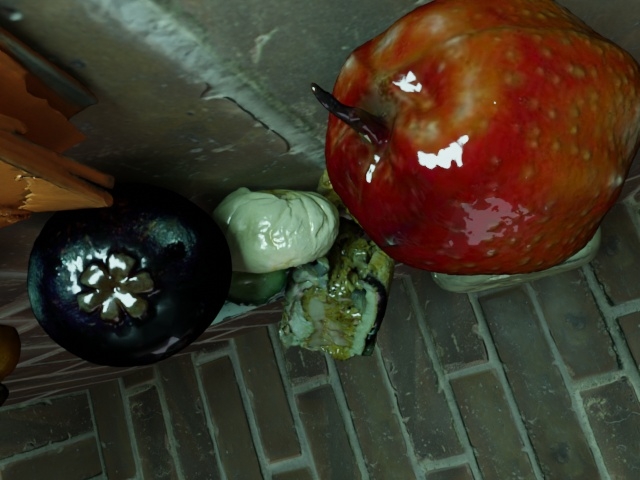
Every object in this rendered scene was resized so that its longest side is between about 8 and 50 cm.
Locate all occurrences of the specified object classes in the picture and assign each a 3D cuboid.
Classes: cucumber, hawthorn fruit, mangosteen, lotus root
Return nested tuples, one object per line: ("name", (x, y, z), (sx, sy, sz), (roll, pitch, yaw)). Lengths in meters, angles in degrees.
("cucumber", (-0.101, 0.049, 0.800), (0.117, 0.062, 0.115), (-12, -160, -4))
("hawthorn fruit", (0.115, -0.095, 0.447), (0.300, 0.254, 0.254), (11, 151, -42))
("mangosteen", (-0.218, 0.037, 0.625), (0.243, 0.242, 0.243), (-17, 168, -4))
("lotus root", (0.000, 0.000, 1.030), (0.191, 0.094, 0.108), (-35, -178, 30))

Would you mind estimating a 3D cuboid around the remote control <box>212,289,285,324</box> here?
("remote control", (-0.131, 0.097, 1.199), (0.344, 0.050, 0.145), (-22, -157, 19))

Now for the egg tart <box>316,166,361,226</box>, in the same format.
("egg tart", (0.131, -0.087, 0.781), (0.288, 0.118, 0.288), (-14, 164, -4))

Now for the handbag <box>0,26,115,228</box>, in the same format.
("handbag", (-0.379, -0.032, 0.316), (0.410, 0.116, 0.303), (-19, 171, 6))

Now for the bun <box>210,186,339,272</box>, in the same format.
("bun", (-0.069, -0.024, 0.734), (0.188, 0.110, 0.164), (2, -161, 36))

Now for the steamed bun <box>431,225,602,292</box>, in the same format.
("steamed bun", (0.380, -0.025, 1.115), (0.334, 0.232, 0.312), (-4, 166, -19))

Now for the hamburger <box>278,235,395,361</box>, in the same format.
("hamburger", (0.024, 0.073, 0.894), (0.168, 0.192, 0.288), (8, 138, -1))

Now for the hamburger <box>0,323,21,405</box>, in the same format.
("hamburger", (-0.541, 0.199, 0.614), (0.330, 0.250, 0.330), (3, 166, 1))
